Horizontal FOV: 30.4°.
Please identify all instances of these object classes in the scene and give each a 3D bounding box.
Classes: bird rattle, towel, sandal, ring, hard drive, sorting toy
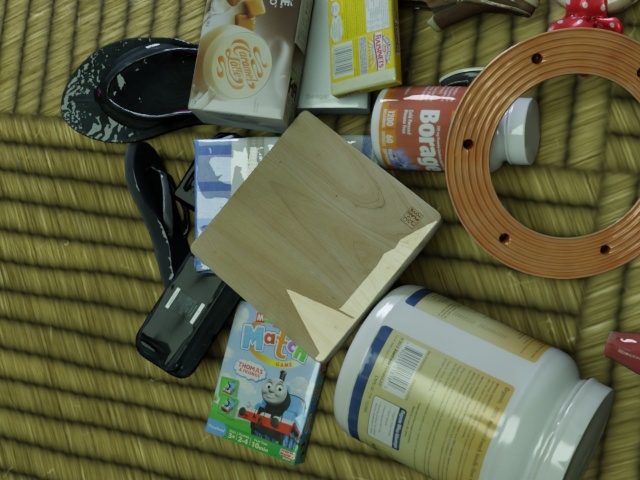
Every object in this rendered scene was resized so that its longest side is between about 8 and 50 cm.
[{"bbox_3d":[0.387,-0.359,1.582,0.253,0.143,0.207,-46,59,29],"label":"bird rattle"},{"bbox_3d":[-0.048,-0.052,1.721,0.284,0.034,0.209,0,85,6],"label":"towel"},{"bbox_3d":[-0.224,-0.244,1.823,0.445,0.107,0.168,-1,87,22],"label":"sandal"},{"bbox_3d":[0.328,-0.111,1.544,0.336,0.032,0.337,-1,106,-3],"label":"ring"},{"bbox_3d":[-0.025,-0.341,1.741,0.203,0.040,0.308,1,82,9],"label":"hard drive"},{"bbox_3d":[-0.234,-0.037,1.832,0.054,0.097,0.255,-19,91,23],"label":"sandal"},{"bbox_3d":[0.000,0.000,1.631,0.257,0.089,0.255,40,90,21],"label":"sorting toy"}]

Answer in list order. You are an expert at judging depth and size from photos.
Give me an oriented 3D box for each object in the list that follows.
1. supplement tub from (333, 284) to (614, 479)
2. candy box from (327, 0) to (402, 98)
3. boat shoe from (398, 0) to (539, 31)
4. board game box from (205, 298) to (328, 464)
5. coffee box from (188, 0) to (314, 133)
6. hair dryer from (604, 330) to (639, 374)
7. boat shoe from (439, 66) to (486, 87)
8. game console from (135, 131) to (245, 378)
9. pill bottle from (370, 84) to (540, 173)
[{"bbox_3d":[0.202,0.216,1.552,0.316,0.228,0.228,25,98,23],"label":"supplement tub"},{"bbox_3d":[0.061,-0.310,1.664,0.105,0.027,0.206,-8,76,28],"label":"candy box"},{"bbox_3d":[0.186,-0.338,1.662,0.257,0.095,0.095,22,96,35],"label":"boat shoe"},{"bbox_3d":[-0.075,0.211,1.776,0.160,0.039,0.212,16,93,24],"label":"board game box"},{"bbox_3d":[-0.092,-0.287,1.672,0.141,0.098,0.247,9,84,10],"label":"coffee box"},{"bbox_3d":[0.473,0.230,1.515,0.223,0.080,0.294,-39,73,18],"label":"hair dryer"},{"bbox_3d":[0.230,-0.223,1.661,0.125,0.046,0.038,-8,80,15],"label":"boat shoe"},{"bbox_3d":[-0.160,0.029,1.766,0.213,0.044,0.361,33,90,8],"label":"game console"},{"bbox_3d":[0.188,-0.154,1.632,0.216,0.121,0.121,4,89,24],"label":"pill bottle"}]
